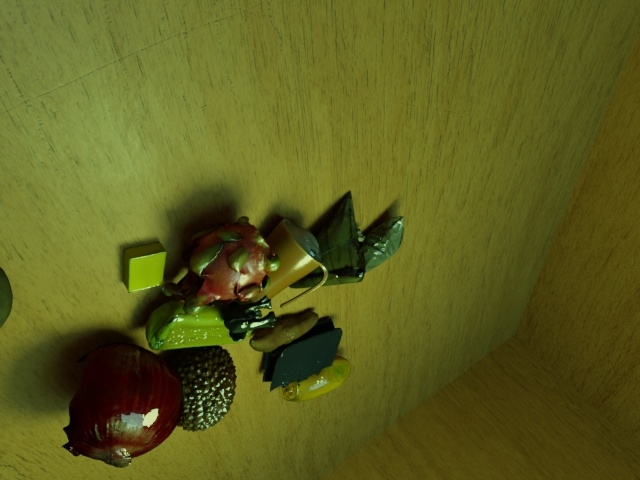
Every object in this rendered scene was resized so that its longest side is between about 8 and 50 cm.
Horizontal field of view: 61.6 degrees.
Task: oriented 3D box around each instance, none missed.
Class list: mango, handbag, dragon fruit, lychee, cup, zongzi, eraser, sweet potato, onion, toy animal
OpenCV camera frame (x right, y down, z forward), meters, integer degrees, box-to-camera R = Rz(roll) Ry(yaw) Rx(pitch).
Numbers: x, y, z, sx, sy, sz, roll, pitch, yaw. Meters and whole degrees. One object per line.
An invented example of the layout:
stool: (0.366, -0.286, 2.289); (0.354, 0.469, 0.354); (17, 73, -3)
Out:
mango: (-0.020, 0.597, 2.307); (0.359, 0.144, 0.187); (-17, 153, -28)
handbag: (0.205, 0.020, 1.950); (0.270, 0.117, 0.182); (-42, 165, -4)
dragon fruit: (-0.263, 0.078, 1.446); (0.243, 0.228, 0.307); (-20, 165, -45)
lychee: (-0.384, 0.473, 1.722); (0.267, 0.267, 0.268); (-27, 142, -23)
cup: (-0.112, 0.085, 1.631); (0.264, 0.226, 0.182); (-42, -179, 10)
zongzi: (0.000, 0.000, 1.756); (0.285, 0.300, 0.138); (-6, 175, 11)
eraser: (-0.459, 0.071, 1.399); (0.097, 0.045, 0.122); (-14, 136, -37)
handbag: (-0.079, 0.458, 2.134); (0.325, 0.118, 0.269); (-11, 127, -37)
sweet potato: (-0.145, 0.336, 1.953); (0.354, 0.095, 0.106); (-14, 156, -47)
onion: (-0.536, 0.448, 1.494); (0.341, 0.341, 0.341); (-27, 142, -23)
toy animal: (-0.208, 0.212, 1.528); (0.146, 0.115, 0.245); (-17, 163, -10)

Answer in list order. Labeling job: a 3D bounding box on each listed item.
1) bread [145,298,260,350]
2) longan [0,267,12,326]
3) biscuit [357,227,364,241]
bread: (-0.352, 0.241, 1.629); (0.383, 0.112, 0.166); (7, 124, -50)
longan: (-0.732, 0.112, 1.083); (0.204, 0.159, 0.185); (44, 72, -18)
biscuit: (0.051, 0.043, 1.868); (0.239, 0.062, 0.108); (-52, 145, 11)
